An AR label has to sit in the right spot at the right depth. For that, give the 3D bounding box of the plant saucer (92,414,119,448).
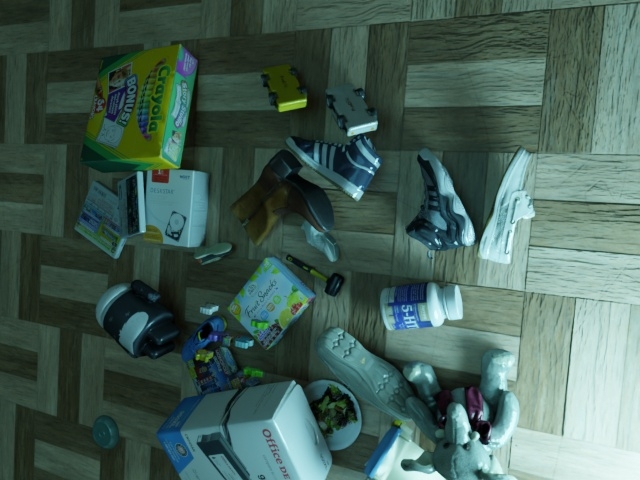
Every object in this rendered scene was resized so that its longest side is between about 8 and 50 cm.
[{"bbox_3d":[-0.756,0.673,1.776,0.119,0.021,0.119,1,91,24],"label":"plant saucer"}]

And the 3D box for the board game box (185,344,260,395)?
[{"bbox_3d":[-0.289,0.420,1.545,0.194,0.060,0.194,-27,81,21],"label":"board game box"}]

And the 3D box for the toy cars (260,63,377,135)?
[{"bbox_3d":[-0.010,-0.365,1.373,0.394,0.176,0.087,24,145,21],"label":"toy cars"}]

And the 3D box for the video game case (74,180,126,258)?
[{"bbox_3d":[-0.735,-0.073,1.742,0.212,0.023,0.193,31,103,18],"label":"video game case"}]

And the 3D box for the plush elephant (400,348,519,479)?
[{"bbox_3d":[0.321,0.439,1.169,0.272,0.255,0.330,-6,91,18],"label":"plush elephant"}]

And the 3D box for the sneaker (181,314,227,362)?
[{"bbox_3d":[-0.378,0.308,1.569,0.209,0.082,0.069,-46,77,19],"label":"sneaker"}]

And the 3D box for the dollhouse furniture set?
[{"bbox_3d":[0.215,0.666,1.335,0.286,0.198,0.303,37,74,-4],"label":"dollhouse furniture set"}]

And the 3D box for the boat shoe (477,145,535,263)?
[{"bbox_3d":[0.455,-0.078,1.193,0.096,0.098,0.277,20,109,21],"label":"boat shoe"}]

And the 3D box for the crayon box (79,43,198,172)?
[{"bbox_3d":[-0.557,-0.399,1.565,0.313,0.106,0.363,0,77,24],"label":"crayon box"}]

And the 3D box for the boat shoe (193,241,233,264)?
[{"bbox_3d":[-0.322,0.043,1.558,0.137,0.049,0.043,-16,128,21],"label":"boat shoe"}]

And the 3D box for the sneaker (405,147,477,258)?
[{"bbox_3d":[0.268,-0.087,1.264,0.153,0.101,0.268,-27,84,19],"label":"sneaker"}]

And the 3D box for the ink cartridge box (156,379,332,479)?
[{"bbox_3d":[-0.207,0.573,1.411,0.395,0.166,0.285,-17,105,24],"label":"ink cartridge box"}]

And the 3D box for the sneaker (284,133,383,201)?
[{"bbox_3d":[0.041,-0.239,1.364,0.282,0.099,0.153,40,96,26],"label":"sneaker"}]

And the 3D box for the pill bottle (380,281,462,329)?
[{"bbox_3d":[0.254,0.163,1.275,0.187,0.112,0.112,-10,88,23],"label":"pill bottle"}]

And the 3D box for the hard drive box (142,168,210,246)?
[{"bbox_3d":[-0.449,-0.104,1.582,0.181,0.089,0.232,6,93,23],"label":"hard drive box"}]

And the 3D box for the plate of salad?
[{"bbox_3d":[0.018,0.491,1.422,0.200,0.048,0.199,1,91,24],"label":"plate of salad"}]

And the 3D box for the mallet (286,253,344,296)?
[{"bbox_3d":[-0.023,0.098,1.437,0.190,0.039,0.062,21,97,25],"label":"mallet"}]

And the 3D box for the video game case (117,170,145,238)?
[{"bbox_3d":[-0.603,-0.109,1.621,0.173,0.022,0.190,-10,83,49],"label":"video game case"}]

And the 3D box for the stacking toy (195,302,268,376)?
[{"bbox_3d":[-0.255,0.284,1.462,0.221,0.052,0.167,12,104,15],"label":"stacking toy"}]

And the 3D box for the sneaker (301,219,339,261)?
[{"bbox_3d":[0.000,0.000,1.416,0.061,0.054,0.152,-39,69,25],"label":"sneaker"}]

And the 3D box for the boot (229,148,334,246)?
[{"bbox_3d":[-0.117,-0.067,1.413,0.264,0.096,0.280,50,125,6],"label":"boot"}]

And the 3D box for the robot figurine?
[{"bbox_3d":[-0.575,0.252,1.606,0.278,0.173,0.209,32,74,19],"label":"robot figurine"}]

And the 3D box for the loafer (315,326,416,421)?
[{"bbox_3d":[0.119,0.359,1.355,0.319,0.112,0.111,42,144,12],"label":"loafer"}]

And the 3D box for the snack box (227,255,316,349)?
[{"bbox_3d":[-0.143,0.178,1.469,0.174,0.070,0.207,44,107,15],"label":"snack box"}]
